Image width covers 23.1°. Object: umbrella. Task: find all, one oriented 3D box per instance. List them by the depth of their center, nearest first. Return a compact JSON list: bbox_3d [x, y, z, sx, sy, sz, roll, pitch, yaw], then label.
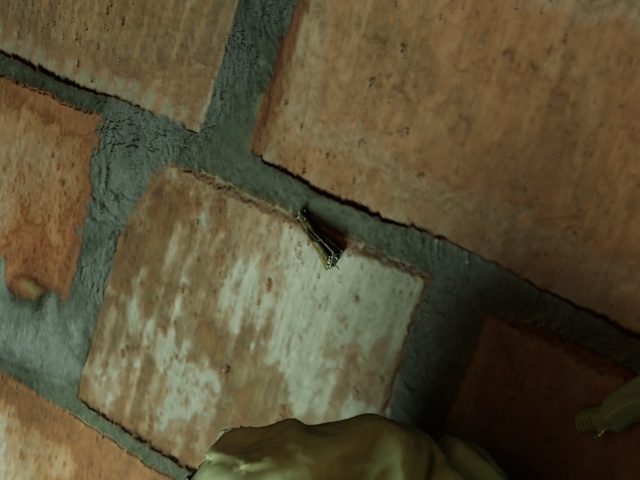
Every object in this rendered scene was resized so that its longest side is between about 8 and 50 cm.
[{"bbox_3d":[-0.002,0.001,1.574,0.083,0.020,0.031,49,156,28],"label":"umbrella"}]

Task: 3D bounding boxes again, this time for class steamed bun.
[{"bbox_3d":[0.079,0.279,1.364,0.394,0.237,0.346,47,149,5],"label":"steamed bun"}]

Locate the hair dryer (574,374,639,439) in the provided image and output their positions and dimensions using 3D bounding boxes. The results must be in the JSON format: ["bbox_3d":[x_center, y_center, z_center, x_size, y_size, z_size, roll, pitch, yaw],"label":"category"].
[{"bbox_3d":[0.339,0.041,1.272,0.298,0.119,0.295,8,87,50],"label":"hair dryer"}]
